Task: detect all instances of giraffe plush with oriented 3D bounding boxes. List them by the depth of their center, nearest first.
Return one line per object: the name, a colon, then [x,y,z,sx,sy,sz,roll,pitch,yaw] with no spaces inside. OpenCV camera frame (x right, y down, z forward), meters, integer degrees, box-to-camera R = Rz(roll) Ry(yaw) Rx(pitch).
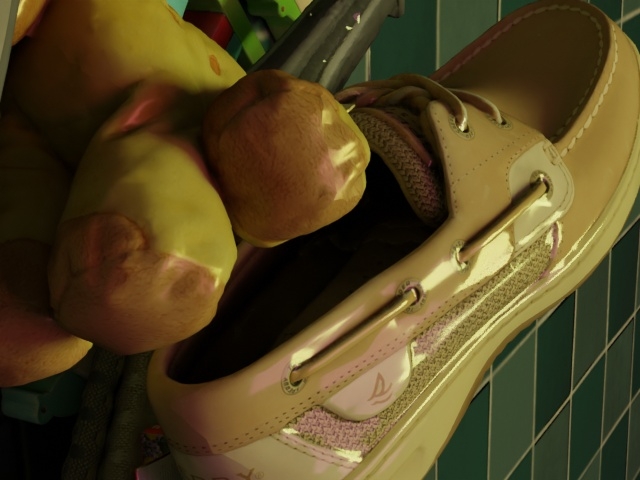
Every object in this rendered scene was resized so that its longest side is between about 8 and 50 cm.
giraffe plush: [-0.085,-0.072,0.505,0.170,0.181,0.210,62,38,-18]

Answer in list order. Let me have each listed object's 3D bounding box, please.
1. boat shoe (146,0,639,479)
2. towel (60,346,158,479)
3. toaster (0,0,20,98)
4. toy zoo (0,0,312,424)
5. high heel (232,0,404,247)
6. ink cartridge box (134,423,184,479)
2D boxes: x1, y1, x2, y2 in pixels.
boat shoe: [0.049,-0.017,0.625,0.341,0.122,0.110,-54,136,-35]
towel: [-0.044,0.200,0.727,0.312,0.056,0.324,35,64,-62]
toaster: [-0.169,-0.087,0.388,0.146,0.129,0.227,22,77,-61]
toy zoo: [-0.081,-0.043,0.689,0.293,0.030,0.192,-68,152,-26]
high heel: [0.000,0.000,0.754,0.186,0.093,0.261,-54,146,-28]
ink cartridge box: [-0.056,0.110,0.625,0.115,0.029,0.062,-20,111,-59]
